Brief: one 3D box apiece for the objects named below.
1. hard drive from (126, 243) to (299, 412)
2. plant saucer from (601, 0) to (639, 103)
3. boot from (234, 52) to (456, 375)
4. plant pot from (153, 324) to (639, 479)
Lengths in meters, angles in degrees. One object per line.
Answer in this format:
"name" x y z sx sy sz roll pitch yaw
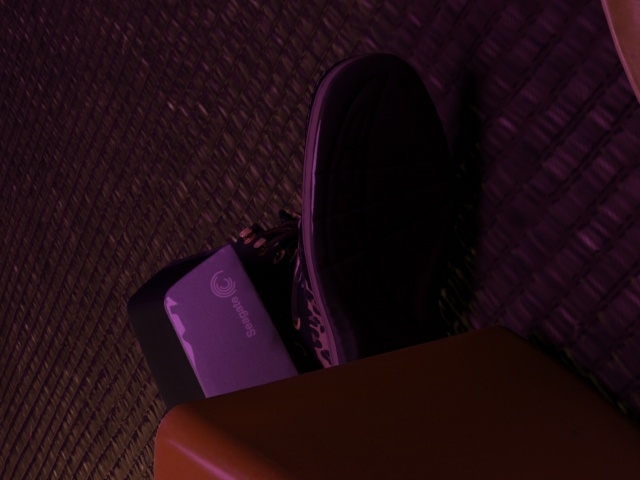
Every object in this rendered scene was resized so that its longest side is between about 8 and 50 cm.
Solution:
"hard drive" -0.032 0.129 0.859 0.254 0.054 0.172 65 163 -4
"plant saucer" 0.162 -0.115 0.513 0.241 0.037 0.241 166 90 -76
"boot" -0.001 0.001 0.833 0.178 0.085 0.236 31 132 58
"plant pot" 0.065 0.179 0.637 0.187 0.212 0.212 22 115 47
